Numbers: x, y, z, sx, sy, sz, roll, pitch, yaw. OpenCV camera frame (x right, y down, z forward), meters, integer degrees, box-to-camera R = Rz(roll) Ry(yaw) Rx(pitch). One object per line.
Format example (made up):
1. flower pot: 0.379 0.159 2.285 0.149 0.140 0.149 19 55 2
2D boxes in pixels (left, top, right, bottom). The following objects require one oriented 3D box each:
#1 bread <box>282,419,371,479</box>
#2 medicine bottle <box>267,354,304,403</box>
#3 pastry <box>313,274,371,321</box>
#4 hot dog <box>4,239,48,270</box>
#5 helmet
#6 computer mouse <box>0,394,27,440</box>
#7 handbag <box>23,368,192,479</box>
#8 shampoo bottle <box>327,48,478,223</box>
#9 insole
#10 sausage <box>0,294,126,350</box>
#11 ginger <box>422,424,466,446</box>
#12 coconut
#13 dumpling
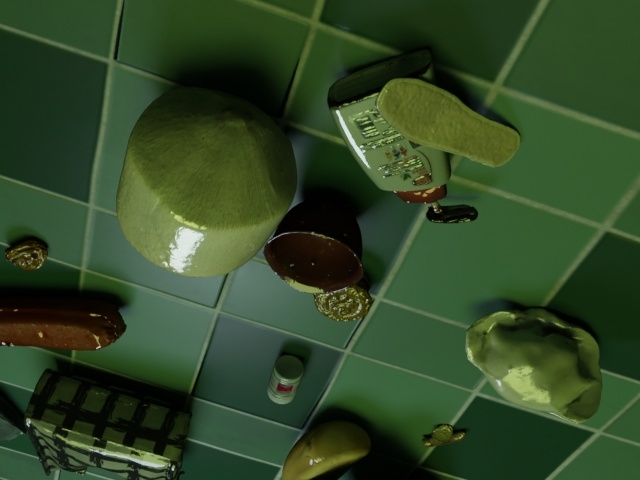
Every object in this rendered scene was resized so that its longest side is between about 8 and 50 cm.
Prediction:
1. bread: 0.005 0.431 1.957 0.147 0.098 0.217 1 149 -30
2. medicine bottle: -0.066 0.263 1.824 0.058 0.058 0.091 15 140 -2
3. pastry: 0.035 0.086 1.600 0.109 0.057 0.097 30 131 -22
4. hot dog: -0.520 0.025 1.699 0.083 0.035 0.058 -17 135 31
5. helmet: 0.000 0.000 1.471 0.155 0.106 0.175 12 145 7
6. computer mouse: -0.739 0.386 2.148 0.126 0.071 0.231 -15 144 11
7. handbag: -0.443 0.427 2.044 0.325 0.162 0.327 17 145 -1
8. shampoo bottle: 0.128 -0.121 1.328 0.153 0.071 0.284 -17 134 19
9. insole: 0.169 -0.149 1.257 0.248 0.011 0.081 18 118 -34
10. sausage: -0.518 0.149 1.795 0.330 0.102 0.102 0 138 15
11. ginger: 0.238 0.389 1.904 0.097 0.030 0.048 -19 131 30
12. coconut: -0.152 -0.086 1.318 0.237 0.237 0.266 19 141 -6
13. dumpling: 0.353 0.195 1.580 0.250 0.162 0.132 30 174 -2
